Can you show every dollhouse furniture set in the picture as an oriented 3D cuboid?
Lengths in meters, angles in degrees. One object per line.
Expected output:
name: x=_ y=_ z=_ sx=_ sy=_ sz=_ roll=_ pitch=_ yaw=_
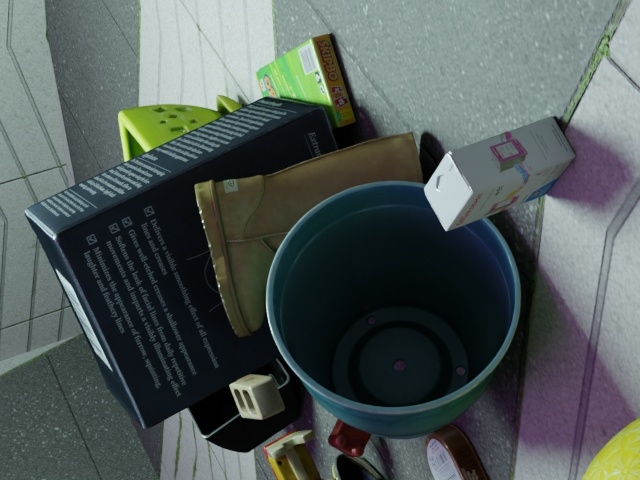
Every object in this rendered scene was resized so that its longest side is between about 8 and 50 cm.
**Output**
dollhouse furniture set: x=-0.050 y=0.208 z=1.950 sx=0.374 sy=0.201 sz=0.152 roll=66 pitch=160 yaw=-3

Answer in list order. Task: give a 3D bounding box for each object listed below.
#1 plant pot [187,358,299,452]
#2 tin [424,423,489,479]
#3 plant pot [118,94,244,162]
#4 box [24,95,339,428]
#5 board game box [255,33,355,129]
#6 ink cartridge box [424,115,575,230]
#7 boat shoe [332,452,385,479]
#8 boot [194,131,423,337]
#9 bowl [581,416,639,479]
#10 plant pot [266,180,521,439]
plant pot: x=-0.143 y=0.282 z=2.271 sx=0.187 sy=0.188 sz=0.167 roll=54 pitch=177 yaw=39
tin: x=0.196 y=0.339 z=1.642 sx=0.106 sy=0.040 sz=0.189 roll=108 pitch=139 yaw=-65
plant pot: x=-0.186 y=-0.098 z=1.998 sx=0.227 sy=0.207 sz=0.228 roll=49 pitch=151 yaw=48
box: x=-0.150 y=0.016 z=1.675 sx=0.212 sy=0.395 sz=0.293 roll=25 pitch=139 yaw=64
board game box: x=-0.027 y=-0.205 z=1.737 sx=0.259 sy=0.039 sz=0.124 roll=-8 pitch=100 yaw=67
ink cartridge box: x=0.174 y=-0.065 z=1.203 sx=0.052 sy=0.122 sz=0.088 roll=65 pitch=159 yaw=19
boat shoe: x=0.075 y=0.411 z=1.953 sx=0.228 sy=0.081 sz=0.068 roll=31 pitch=140 yaw=64
boot: x=0.000 y=0.000 z=1.503 sx=0.089 sy=0.269 sz=0.236 roll=-103 pitch=2 yaw=-53
bowl: x=0.313 y=0.316 z=1.135 sx=0.289 sy=0.156 sz=0.289 roll=54 pitch=154 yaw=41
plant pot: x=0.086 y=0.110 z=1.419 sx=0.271 sy=0.272 sz=0.255 roll=61 pitch=172 yaw=25
